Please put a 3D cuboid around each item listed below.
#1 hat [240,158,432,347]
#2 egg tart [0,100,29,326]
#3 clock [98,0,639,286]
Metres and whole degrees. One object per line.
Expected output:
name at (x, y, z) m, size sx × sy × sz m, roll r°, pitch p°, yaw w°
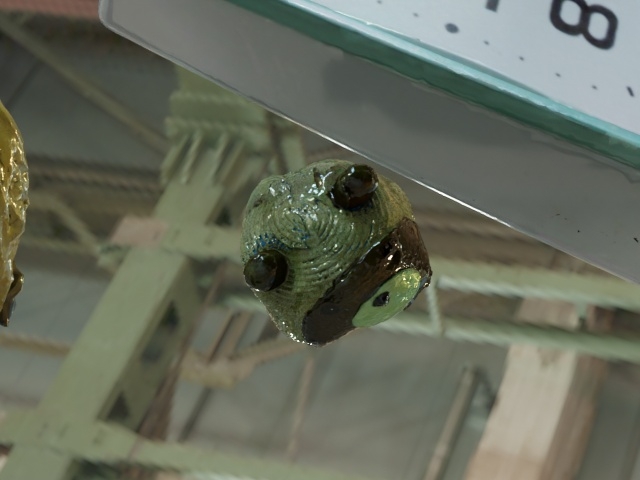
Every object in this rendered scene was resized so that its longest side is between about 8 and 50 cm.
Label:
hat at (0.000, 0.001, 0.758) m, size 0.077 × 0.076 × 0.059 m, roll -26°, pitch -31°, yaw 14°
egg tart at (-0.274, -0.028, 0.864) m, size 0.279 × 0.095 × 0.279 m, roll 0°, pitch -61°, yaw 1°
clock at (0.059, -0.116, 0.644) m, size 0.231 × 0.262 × 0.116 m, roll 22°, pitch -45°, yaw -4°
